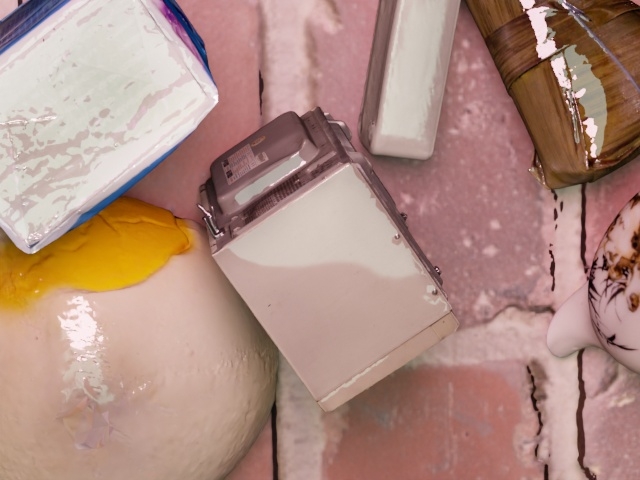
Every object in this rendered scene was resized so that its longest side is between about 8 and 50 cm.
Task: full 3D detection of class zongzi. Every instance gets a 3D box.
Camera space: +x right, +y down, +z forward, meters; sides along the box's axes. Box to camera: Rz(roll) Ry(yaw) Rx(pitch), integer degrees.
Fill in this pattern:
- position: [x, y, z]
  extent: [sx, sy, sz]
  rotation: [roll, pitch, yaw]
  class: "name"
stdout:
- position: [0.257, -0.186, 1.564]
  extent: [0.242, 0.112, 0.221]
  rotation: [-28, 95, -19]
  class: "zongzi"

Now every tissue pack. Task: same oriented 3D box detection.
- position: [-0.190, -0.122, 1.432]
  extent: [0.198, 0.263, 0.146]
  rotation: [-37, 106, 3]
  class: "tissue pack"

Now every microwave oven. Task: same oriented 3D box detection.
- position: [0.000, 0.000, 1.498]
  extent: [0.145, 0.240, 0.194]
  rotation: [-31, 106, 3]
  class: "microwave oven"

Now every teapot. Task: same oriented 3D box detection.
- position: [0.337, 0.007, 1.599]
  extent: [0.208, 0.166, 0.300]
  rotation: [36, 88, -31]
  class: "teapot"

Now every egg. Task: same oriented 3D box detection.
- position: [-0.196, 0.125, 1.532]
  extent: [0.337, 0.201, 0.337]
  rotation: [-1, 105, -4]
  class: "egg"

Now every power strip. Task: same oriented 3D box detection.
- position: [0.093, -0.261, 1.520]
  extent: [0.062, 0.091, 0.385]
  rotation: [7, 103, -10]
  class: "power strip"
